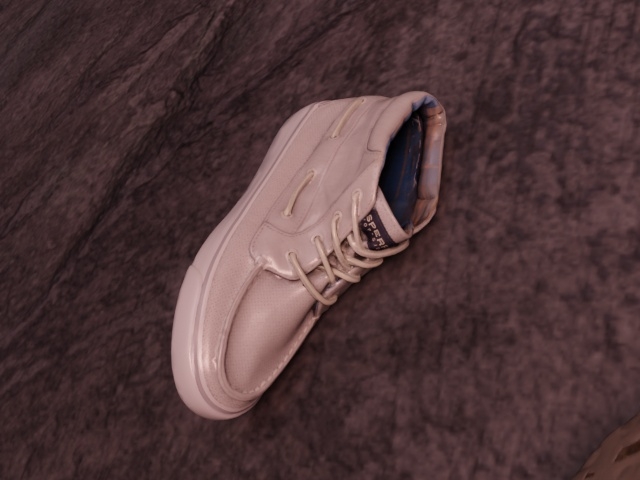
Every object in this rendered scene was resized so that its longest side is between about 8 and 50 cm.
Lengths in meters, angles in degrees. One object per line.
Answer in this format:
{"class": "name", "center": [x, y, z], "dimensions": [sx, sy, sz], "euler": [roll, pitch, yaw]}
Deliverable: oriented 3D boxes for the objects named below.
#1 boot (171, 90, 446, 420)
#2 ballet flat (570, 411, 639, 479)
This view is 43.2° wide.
{"class": "boot", "center": [0.000, 0.000, 0.539], "dimensions": [0.123, 0.095, 0.258], "euler": [-5, 53, 44]}
{"class": "ballet flat", "center": [0.114, 0.148, 0.314], "dimensions": [0.250, 0.058, 0.084], "euler": [-45, 19, -7]}
